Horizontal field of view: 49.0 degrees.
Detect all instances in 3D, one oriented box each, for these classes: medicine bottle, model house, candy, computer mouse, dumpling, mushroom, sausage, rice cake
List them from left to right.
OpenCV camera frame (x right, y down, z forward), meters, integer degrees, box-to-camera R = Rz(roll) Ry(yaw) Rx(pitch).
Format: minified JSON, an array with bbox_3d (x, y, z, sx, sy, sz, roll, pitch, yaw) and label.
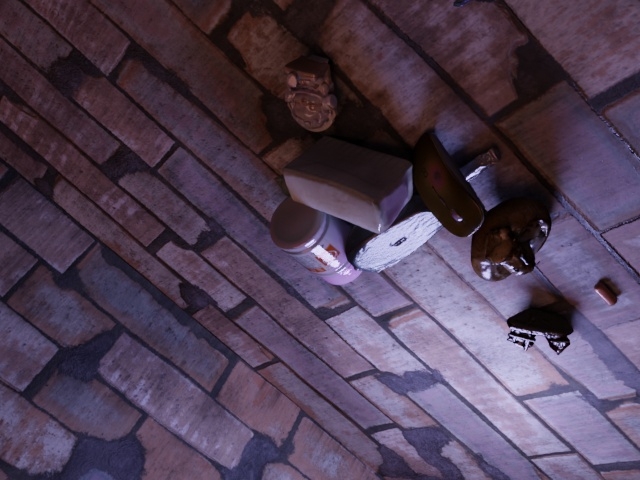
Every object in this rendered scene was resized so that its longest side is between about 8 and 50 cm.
[{"bbox_3d":[-0.048,-0.181,2.283,0.219,0.108,0.152,16,-178,32],"label":"dumpling"},{"bbox_3d":[0.000,0.000,2.269,0.202,0.202,0.316,2,156,35],"label":"medicine bottle"},{"bbox_3d":[0.084,-0.166,2.044,0.358,0.208,0.145,22,140,34],"label":"candy"},{"bbox_3d":[0.231,-0.035,2.174,0.203,0.114,0.373,26,130,-38],"label":"computer mouse"},{"bbox_3d":[0.337,-0.151,1.928,0.311,0.071,0.158,61,150,21],"label":"computer mouse"},{"bbox_3d":[0.408,-0.185,1.976,0.055,0.049,0.270,56,142,5],"label":"rice cake"},{"bbox_3d":[0.518,-0.003,1.932,0.263,0.283,0.195,-44,87,15],"label":"mushroom"},{"bbox_3d":[0.696,0.307,2.250,0.203,0.141,0.164,15,130,18],"label":"model house"},{"bbox_3d":[0.837,0.157,2.063,0.083,0.034,0.034,43,142,-12],"label":"sausage"}]

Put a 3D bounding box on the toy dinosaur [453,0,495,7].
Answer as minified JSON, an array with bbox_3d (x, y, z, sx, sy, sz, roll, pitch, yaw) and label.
[{"bbox_3d":[0.368,-0.570,1.574,0.080,0.045,0.197,38,152,-29],"label":"toy dinosaur"}]

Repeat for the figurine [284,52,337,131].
[{"bbox_3d":[-0.028,-0.398,1.973,0.162,0.141,0.237,23,143,20],"label":"figurine"}]
